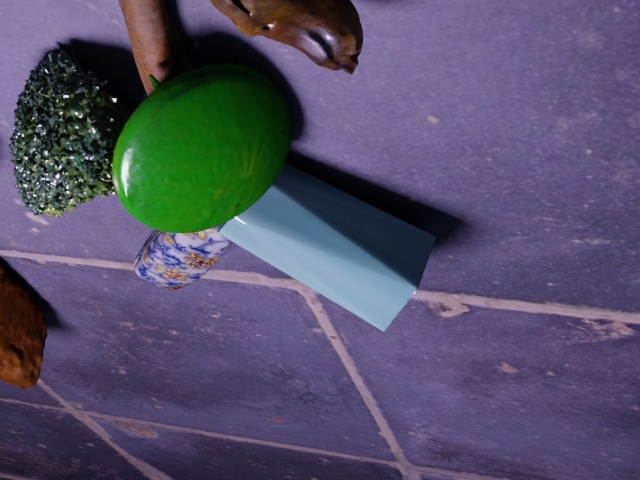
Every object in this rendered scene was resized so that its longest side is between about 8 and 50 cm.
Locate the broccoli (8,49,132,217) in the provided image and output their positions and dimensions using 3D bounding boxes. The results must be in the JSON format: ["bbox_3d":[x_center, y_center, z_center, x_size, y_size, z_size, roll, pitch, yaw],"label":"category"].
[{"bbox_3d":[-0.255,-0.105,1.214,0.194,0.194,0.219,27,128,-21],"label":"broccoli"}]

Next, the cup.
[{"bbox_3d":[0.000,0.000,1.280,0.236,0.148,0.134,26,148,-10],"label":"cup"}]

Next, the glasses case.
[{"bbox_3d":[-0.191,0.011,1.475,0.087,0.065,0.248,27,150,-18],"label":"glasses case"}]

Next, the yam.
[{"bbox_3d":[-0.172,-0.205,1.076,0.046,0.046,0.264,12,153,8],"label":"yam"}]

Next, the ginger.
[{"bbox_3d":[-0.059,-0.258,0.860,0.133,0.107,0.309,-15,146,6],"label":"ginger"}]

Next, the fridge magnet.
[{"bbox_3d":[-0.125,-0.098,1.130,0.088,0.208,0.208,51,178,40],"label":"fridge magnet"}]

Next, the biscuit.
[{"bbox_3d":[-0.683,0.100,1.793,0.343,0.166,0.395,7,150,20],"label":"biscuit"}]
